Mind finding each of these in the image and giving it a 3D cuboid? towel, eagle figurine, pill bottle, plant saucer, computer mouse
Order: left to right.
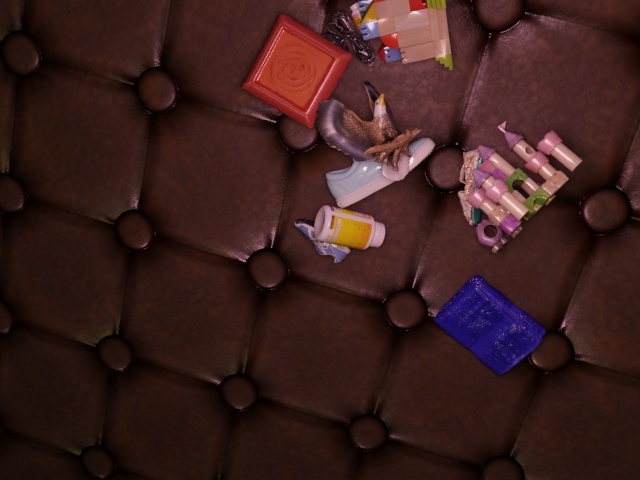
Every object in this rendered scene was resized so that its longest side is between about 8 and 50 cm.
[{"bbox_3d":[-0.077,-0.514,1.860,0.258,0.048,0.259,31,102,2],"label":"plant saucer"},{"bbox_3d":[0.019,-0.553,1.903,0.272,0.072,0.189,-37,94,11],"label":"computer mouse"},{"bbox_3d":[0.095,-0.037,1.973,0.214,0.117,0.117,12,108,-20],"label":"pill bottle"},{"bbox_3d":[0.122,-0.677,1.863,0.043,0.043,0.083,-28,98,15],"label":"pill bottle"},{"bbox_3d":[0.158,-0.336,1.813,0.226,0.298,0.225,18,105,-40],"label":"eagle figurine"},{"bbox_3d":[0.557,0.286,2.027,0.308,0.076,0.228,40,107,-2],"label":"towel"}]

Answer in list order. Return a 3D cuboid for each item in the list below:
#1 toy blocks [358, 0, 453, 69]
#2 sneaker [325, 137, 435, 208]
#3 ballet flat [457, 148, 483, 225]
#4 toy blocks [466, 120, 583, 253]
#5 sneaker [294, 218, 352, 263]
[{"bbox_3d":[0.223,-0.661,1.761,0.260,0.191,0.382,-9,124,12],"label":"toy blocks"},{"bbox_3d":[0.175,-0.245,1.922,0.365,0.135,0.150,-30,101,15],"label":"sneaker"},{"bbox_3d":[0.474,-0.170,1.929,0.077,0.091,0.241,14,104,38],"label":"ballet flat"},{"bbox_3d":[0.545,-0.178,1.818,0.288,0.309,0.260,-41,73,-12],"label":"toy blocks"},{"bbox_3d":[0.000,0.000,2.045,0.211,0.080,0.081,32,106,1],"label":"sneaker"}]
